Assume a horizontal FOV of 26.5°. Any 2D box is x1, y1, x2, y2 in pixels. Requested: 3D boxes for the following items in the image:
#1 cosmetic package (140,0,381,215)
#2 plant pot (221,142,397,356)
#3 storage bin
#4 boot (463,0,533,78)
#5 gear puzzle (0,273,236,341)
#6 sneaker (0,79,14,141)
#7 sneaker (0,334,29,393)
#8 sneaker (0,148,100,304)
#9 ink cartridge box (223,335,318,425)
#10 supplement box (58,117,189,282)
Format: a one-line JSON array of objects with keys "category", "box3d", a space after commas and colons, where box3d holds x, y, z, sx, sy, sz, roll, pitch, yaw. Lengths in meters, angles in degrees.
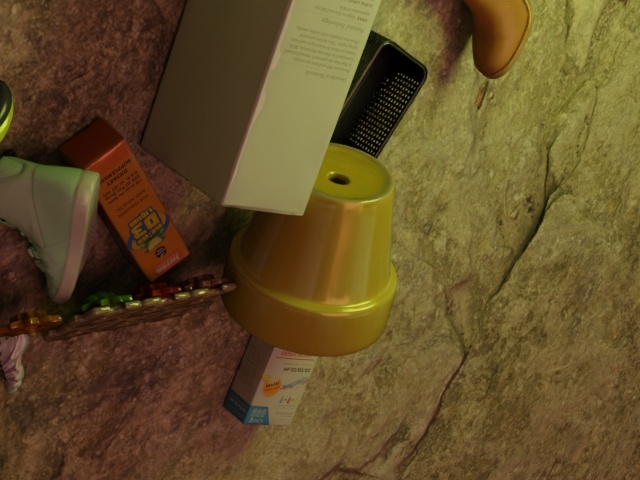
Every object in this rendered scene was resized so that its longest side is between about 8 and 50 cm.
[{"category": "cosmetic package", "box3d": [-0.074, -0.248, 1.800, 0.156, 0.217, 0.385, 4, 114, -42]}, {"category": "plant pot", "box3d": [0.000, 0.000, 1.963, 0.254, 0.254, 0.239, -12, 132, -36]}, {"category": "storage bin", "box3d": [0.060, -0.216, 2.030, 0.122, 0.084, 0.180, 28, 94, -46]}, {"category": "boot", "box3d": [0.225, -0.387, 2.047, 0.220, 0.109, 0.283, -3, 115, -41]}, {"category": "gear puzzle", "box3d": [-0.296, 0.092, 1.883, 0.339, 0.175, 0.044, -10, 79, -39]}, {"category": "sneaker", "box3d": [-0.489, -0.129, 1.574, 0.300, 0.111, 0.121, -31, 135, -33]}, {"category": "sneaker", "box3d": [-0.441, 0.164, 1.865, 0.069, 0.038, 0.098, 0, 105, -39]}, {"category": "sneaker", "box3d": [-0.376, -0.020, 1.788, 0.151, 0.094, 0.256, 16, 139, -3]}, {"category": "ink cartridge box", "box3d": [-0.071, 0.205, 2.190, 0.104, 0.061, 0.181, 8, 109, -44]}, {"category": "supplement box", "box3d": [-0.264, -0.052, 1.854, 0.078, 0.080, 0.233, -39, 137, -13]}]
